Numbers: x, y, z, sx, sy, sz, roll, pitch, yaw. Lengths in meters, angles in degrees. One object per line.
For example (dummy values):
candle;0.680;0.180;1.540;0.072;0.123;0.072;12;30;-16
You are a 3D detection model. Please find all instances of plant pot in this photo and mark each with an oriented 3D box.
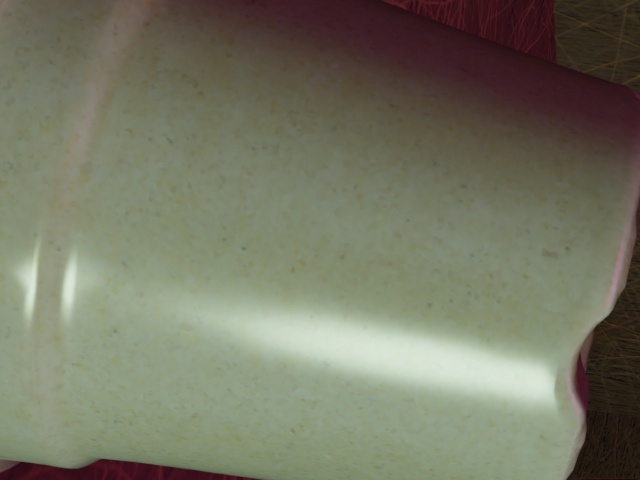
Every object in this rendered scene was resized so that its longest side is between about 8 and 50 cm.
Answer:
plant pot;0.000;0.000;0.707;0.334;0.305;0.333;14;90;-80
